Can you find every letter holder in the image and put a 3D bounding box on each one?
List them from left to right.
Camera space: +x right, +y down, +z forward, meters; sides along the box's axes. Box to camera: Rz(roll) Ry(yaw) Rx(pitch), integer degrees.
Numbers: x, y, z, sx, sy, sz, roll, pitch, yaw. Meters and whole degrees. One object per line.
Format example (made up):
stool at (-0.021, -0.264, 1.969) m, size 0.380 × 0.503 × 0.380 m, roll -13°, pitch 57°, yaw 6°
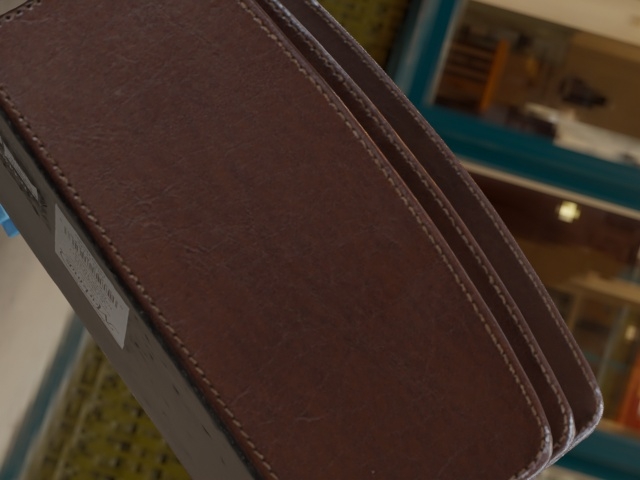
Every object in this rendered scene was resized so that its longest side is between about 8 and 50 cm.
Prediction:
letter holder at (0.000, 0.000, 0.825) m, size 0.214 × 0.302 × 0.152 m, roll -33°, pitch 169°, yaw -17°

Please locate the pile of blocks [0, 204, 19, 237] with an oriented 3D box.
pile of blocks at (-0.210, -0.060, 1.457) m, size 0.112 × 0.362 × 0.149 m, roll -26°, pitch -123°, yaw 47°
